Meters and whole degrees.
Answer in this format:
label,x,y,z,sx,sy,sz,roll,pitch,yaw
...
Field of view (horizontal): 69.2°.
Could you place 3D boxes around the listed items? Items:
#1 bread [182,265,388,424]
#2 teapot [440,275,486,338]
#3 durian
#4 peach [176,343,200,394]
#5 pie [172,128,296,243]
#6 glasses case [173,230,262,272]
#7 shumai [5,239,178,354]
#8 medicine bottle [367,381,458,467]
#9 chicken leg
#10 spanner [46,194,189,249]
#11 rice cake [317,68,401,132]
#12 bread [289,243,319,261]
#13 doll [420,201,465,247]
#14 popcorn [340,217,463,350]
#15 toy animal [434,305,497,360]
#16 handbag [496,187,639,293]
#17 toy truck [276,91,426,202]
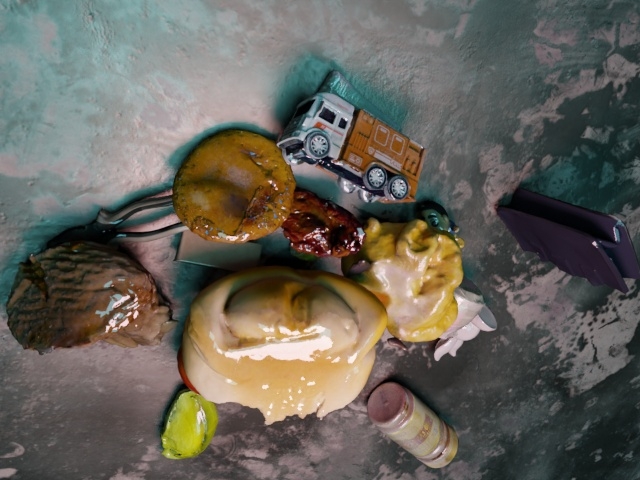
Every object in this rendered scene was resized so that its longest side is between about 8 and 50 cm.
label,x,y,z,sx,sy,sz,roll,pitch,yaw
bread,-0.079,0.214,1.002,0.425,0.328,0.245,6,152,-13
teapot,0.324,0.175,1.285,0.222,0.163,0.178,20,111,-24
durian,-0.351,0.499,1.253,0.139,0.101,0.250,20,110,12
peach,-0.251,0.302,1.141,0.198,0.197,0.197,-7,116,-15
pie,-0.177,-0.110,0.972,0.274,0.069,0.273,3,72,-10
glasses case,-0.237,0.017,1.088,0.194,0.070,0.102,12,82,-21
shumai,-0.463,0.129,1.013,0.346,0.216,0.283,-18,165,22
medicine bottle,0.293,0.584,1.471,0.151,0.151,0.322,-43,120,4
chicken leg,-0.096,-0.052,1.054,0.408,0.157,0.095,12,147,1
spanner,-0.422,-0.030,0.993,0.325,0.040,0.095,-15,102,-2
rice cake,0.087,-0.288,1.056,0.222,0.042,0.080,32,107,-31
bread,0.000,0.000,1.148,0.157,0.083,0.094,-30,134,-5
doll,0.318,-0.033,1.233,0.179,0.102,0.088,47,51,-26
popcorn,0.202,0.079,1.153,0.298,0.281,0.315,12,130,23
toy animal,0.415,0.266,1.411,0.104,0.130,0.220,-13,152,-48
handbag,0.655,-0.001,1.221,0.118,0.326,0.269,-45,122,-2
toy truck,0.074,-0.197,0.995,0.306,0.136,0.162,24,81,-25
